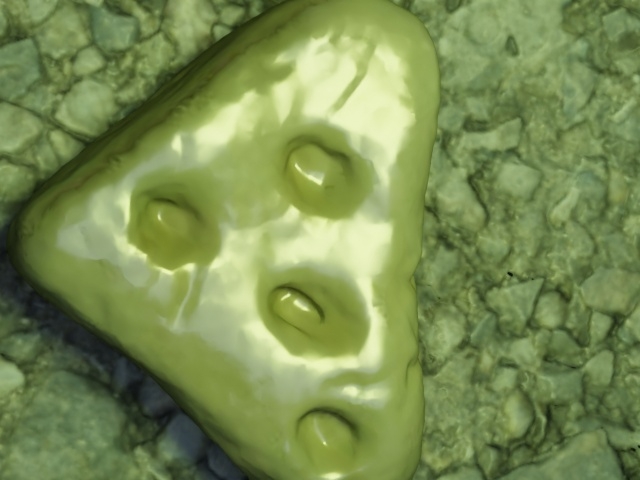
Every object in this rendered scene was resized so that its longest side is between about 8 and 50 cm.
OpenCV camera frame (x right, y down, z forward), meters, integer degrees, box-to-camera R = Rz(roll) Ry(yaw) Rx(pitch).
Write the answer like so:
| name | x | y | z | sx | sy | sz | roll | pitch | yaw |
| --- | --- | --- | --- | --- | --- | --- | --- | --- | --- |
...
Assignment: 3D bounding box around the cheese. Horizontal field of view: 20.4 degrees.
| name | x | y | z | sx | sy | sz | roll | pitch | yaw |
| --- | --- | --- | --- | --- | --- | --- | --- | --- | --- |
| cheese | 0.000 | 0.000 | 1.293 | 0.351 | 0.129 | 0.328 | 43 | 84 | -12 |
